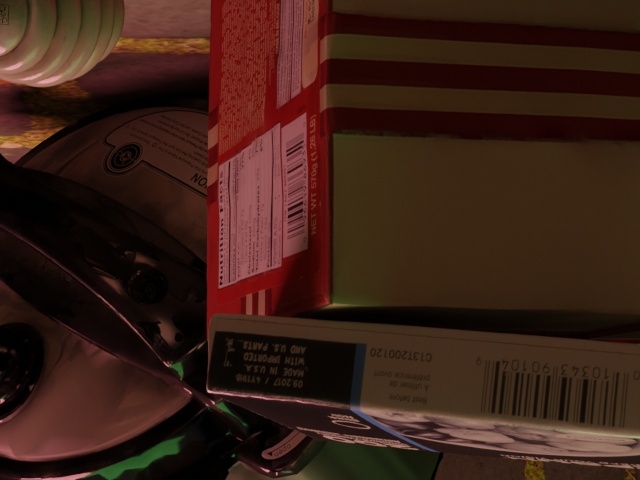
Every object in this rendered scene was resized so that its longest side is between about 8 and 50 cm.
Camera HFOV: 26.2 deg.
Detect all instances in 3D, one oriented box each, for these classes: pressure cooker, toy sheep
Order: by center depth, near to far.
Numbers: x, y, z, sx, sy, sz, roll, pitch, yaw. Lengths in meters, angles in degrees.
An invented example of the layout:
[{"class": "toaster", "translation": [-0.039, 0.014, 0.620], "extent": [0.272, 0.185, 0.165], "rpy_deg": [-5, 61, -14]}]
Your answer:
[{"class": "toy sheep", "translation": [-0.154, -0.123, 0.728], "extent": [0.091, 0.091, 0.132], "rpy_deg": [-6, -169, 31]}, {"class": "pressure cooker", "translation": [-0.116, 0.092, 1.132], "extent": [0.370, 0.375, 0.420], "rpy_deg": [-16, 142, 19]}]

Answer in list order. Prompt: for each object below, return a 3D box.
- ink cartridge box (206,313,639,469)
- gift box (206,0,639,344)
[{"class": "ink cartridge box", "translation": [0.077, 0.082, 0.680], "extent": [0.206, 0.045, 0.208], "rpy_deg": [2, 167, 22]}, {"class": "gift box", "translation": [0.094, -0.048, 0.729], "extent": [0.258, 0.255, 0.276], "rpy_deg": [3, 176, -20]}]
